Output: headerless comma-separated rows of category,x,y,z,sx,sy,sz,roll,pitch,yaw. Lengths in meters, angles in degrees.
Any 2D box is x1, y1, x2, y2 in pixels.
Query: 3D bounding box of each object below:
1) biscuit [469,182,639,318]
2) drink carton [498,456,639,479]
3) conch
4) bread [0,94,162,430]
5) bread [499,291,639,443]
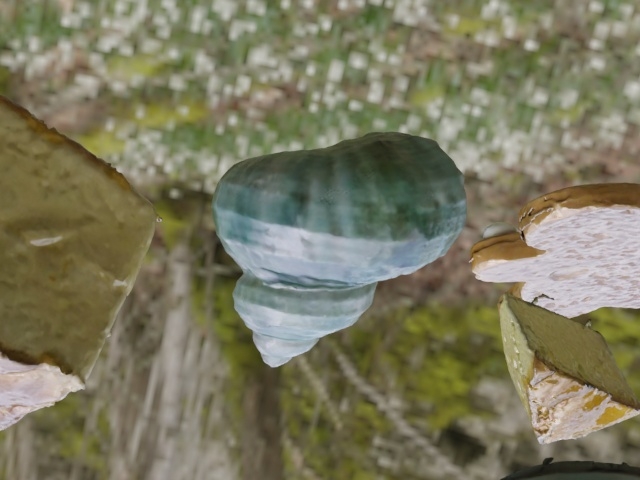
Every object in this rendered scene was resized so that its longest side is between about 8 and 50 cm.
biscuit,0.238,0.003,1.649,0.216,0.047,0.339,-10,162,11
drink carton,0.134,0.221,0.868,0.191,0.185,0.189,6,-148,-13
conch,0.000,0.000,1.817,0.220,0.277,0.195,25,-161,-8
bread,-0.314,0.004,1.578,0.279,0.279,0.207,32,-117,-17
bread,0.168,0.074,1.317,0.080,0.109,0.084,-20,-126,-4
